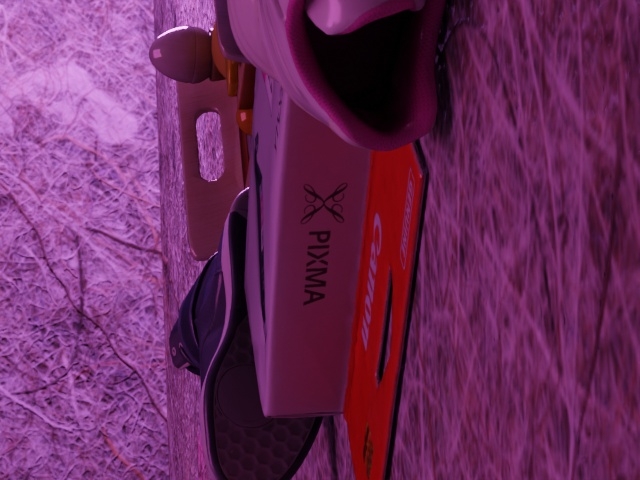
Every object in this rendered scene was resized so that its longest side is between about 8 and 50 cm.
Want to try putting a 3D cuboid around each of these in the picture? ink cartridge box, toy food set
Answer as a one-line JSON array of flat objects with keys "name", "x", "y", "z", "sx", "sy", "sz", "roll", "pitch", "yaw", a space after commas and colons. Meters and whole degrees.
[{"name": "ink cartridge box", "x": 0.000, "y": 0.000, "z": 1.111, "sx": 0.239, "sy": 0.060, "sz": 0.275, "roll": -100, "pitch": 12, "yaw": -51}, {"name": "toy food set", "x": -0.086, "y": -0.152, "z": 1.543, "sx": 0.306, "sy": 0.092, "sz": 0.219, "roll": 102, "pitch": 164, "yaw": -60}]

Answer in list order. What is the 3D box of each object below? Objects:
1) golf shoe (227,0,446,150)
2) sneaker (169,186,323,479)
[{"name": "golf shoe", "x": 0.012, "y": -0.176, "z": 0.856, "sx": 0.140, "sy": 0.115, "sz": 0.306, "roll": -117, "pitch": 14, "yaw": -50}, {"name": "sneaker", "x": -0.055, "y": 0.096, "z": 1.347, "sx": 0.163, "sy": 0.086, "sz": 0.226, "roll": 123, "pitch": 156, "yaw": -57}]
